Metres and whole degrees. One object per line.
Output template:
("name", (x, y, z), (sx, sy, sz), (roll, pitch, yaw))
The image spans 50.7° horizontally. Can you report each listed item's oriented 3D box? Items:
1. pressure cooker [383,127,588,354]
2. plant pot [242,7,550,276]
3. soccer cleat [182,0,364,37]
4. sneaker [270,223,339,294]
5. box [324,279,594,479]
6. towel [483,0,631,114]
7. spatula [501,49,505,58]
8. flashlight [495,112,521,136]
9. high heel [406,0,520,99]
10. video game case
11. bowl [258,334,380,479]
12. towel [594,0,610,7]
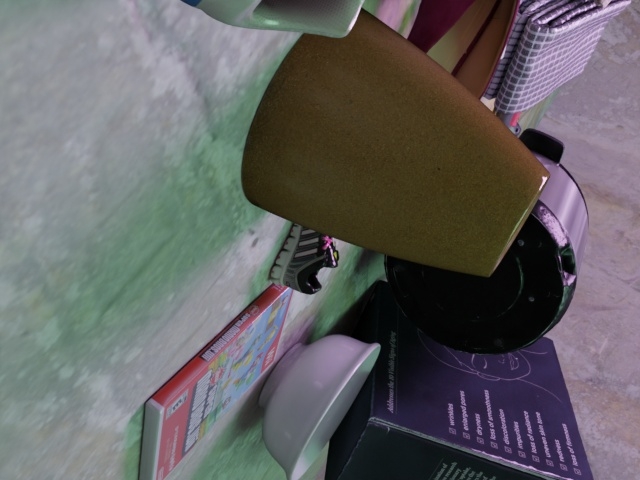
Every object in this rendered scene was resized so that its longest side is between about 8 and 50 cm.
("pressure cooker", (0.355, -0.003, 1.395), (0.369, 0.376, 0.420), (-19, -168, 32))
("plant pot", (0.092, -0.079, 0.692), (0.237, 0.254, 0.237), (-52, 163, -24))
("soccer cleat", (-0.063, -0.163, 0.255), (0.116, 0.143, 0.331), (-62, 164, 12))
("sneaker", (0.000, 0.000, 0.887), (0.170, 0.074, 0.063), (-64, 164, 18))
("box", (0.288, 0.394, 1.526), (0.480, 0.471, 0.297), (-77, -171, -59))
("towel", (0.481, -0.408, 1.394), (0.283, 0.121, 0.235), (-29, 152, -22))
("spatula", (0.224, -0.348, 0.867), (0.168, 0.019, 0.242), (-19, 127, -42))
("flashlight", (0.527, -0.369, 1.773), (0.103, 0.103, 0.304), (-42, 157, -34))
("high heel", (0.137, -0.159, 0.790), (0.181, 0.127, 0.377), (-102, -166, -56))
("video game case", (-0.136, 0.189, 0.922), (0.285, 0.025, 0.204), (-43, 159, -44))
("bowl", (-0.022, 0.284, 1.250), (0.298, 0.134, 0.298), (-53, 163, -23))
("towel", (0.509, -0.584, 1.215), (0.187, 0.049, 0.282), (-55, 135, -17))
